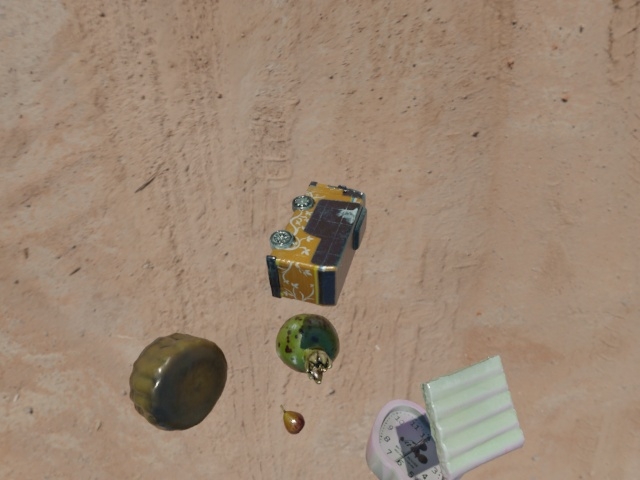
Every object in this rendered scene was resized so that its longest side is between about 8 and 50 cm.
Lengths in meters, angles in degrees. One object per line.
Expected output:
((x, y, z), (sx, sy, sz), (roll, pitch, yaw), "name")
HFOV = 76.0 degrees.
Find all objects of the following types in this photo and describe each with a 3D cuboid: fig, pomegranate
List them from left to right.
((-0.124, 0.727, 1.674), (0.089, 0.089, 0.125), (-43, 97, 5), "fig")
((-0.055, 0.397, 1.513), (0.243, 0.306, 0.242), (2, 100, 10), "pomegranate")

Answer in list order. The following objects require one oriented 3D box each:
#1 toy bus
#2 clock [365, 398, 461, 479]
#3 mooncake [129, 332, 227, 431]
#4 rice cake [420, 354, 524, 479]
((0.000, 0.000, 1.069), (0.194, 0.323, 0.161), (11, 135, 15), "toy bus")
((0.323, 0.720, 1.414), (0.339, 0.338, 0.102), (6, 121, -13), "clock")
((-0.445, 0.435, 1.279), (0.161, 0.290, 0.290), (4, 114, 34), "mooncake")
((0.289, 0.324, 0.769), (0.198, 0.037, 0.189), (-1, 69, -24), "rice cake")
